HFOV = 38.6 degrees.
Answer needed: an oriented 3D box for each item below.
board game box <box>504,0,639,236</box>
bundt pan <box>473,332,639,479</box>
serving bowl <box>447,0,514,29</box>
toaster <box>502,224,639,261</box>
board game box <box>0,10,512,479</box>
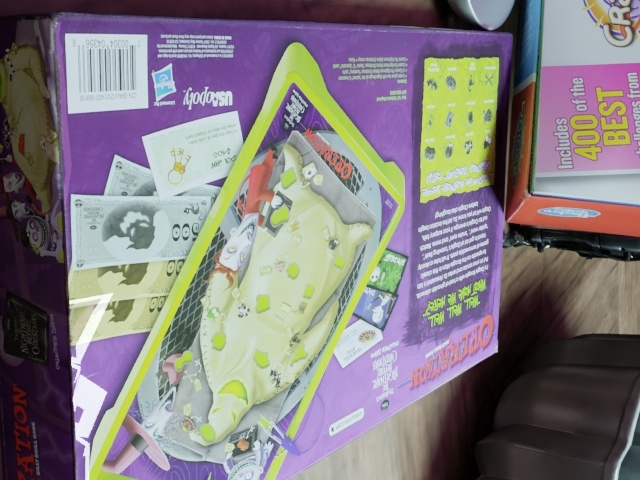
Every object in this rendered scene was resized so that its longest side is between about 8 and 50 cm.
[{"bbox_3d":[0.286,-0.116,0.581,0.064,0.316,0.242,90,7,-76],"label":"board game box"},{"bbox_3d":[0.208,0.221,0.731,0.331,0.124,0.331,-19,114,-52],"label":"bundt pan"},{"bbox_3d":[0.094,-0.171,0.560,0.083,0.027,0.083,-17,111,-52],"label":"serving bowl"},{"bbox_3d":[0.252,-0.035,0.703,0.185,0.168,0.110,6,90,-57],"label":"toaster"},{"bbox_3d":[0.000,0.000,0.447,0.347,0.056,0.208,-15,106,-53],"label":"board game box"}]
